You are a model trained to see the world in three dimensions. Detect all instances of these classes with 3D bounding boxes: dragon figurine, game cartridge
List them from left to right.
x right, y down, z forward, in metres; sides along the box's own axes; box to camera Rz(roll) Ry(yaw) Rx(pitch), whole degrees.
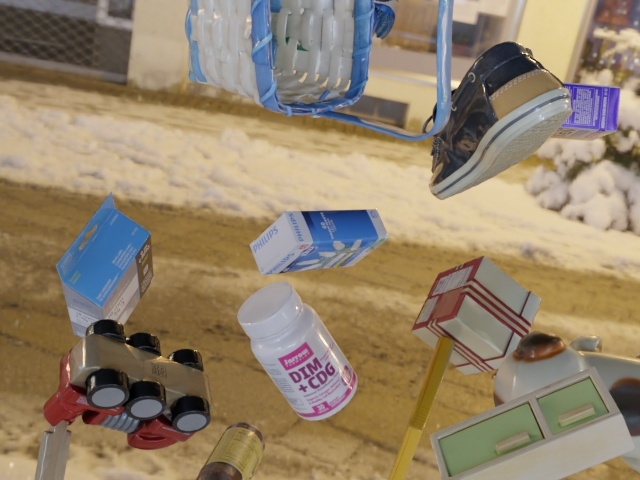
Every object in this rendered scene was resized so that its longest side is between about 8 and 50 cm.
[{"bbox_3d":[0.097,-0.459,1.657,0.144,0.289,0.085,32,45,20],"label":"dragon figurine"},{"bbox_3d":[0.264,0.456,2.103,0.053,0.285,0.323,22,43,12],"label":"game cartridge"}]

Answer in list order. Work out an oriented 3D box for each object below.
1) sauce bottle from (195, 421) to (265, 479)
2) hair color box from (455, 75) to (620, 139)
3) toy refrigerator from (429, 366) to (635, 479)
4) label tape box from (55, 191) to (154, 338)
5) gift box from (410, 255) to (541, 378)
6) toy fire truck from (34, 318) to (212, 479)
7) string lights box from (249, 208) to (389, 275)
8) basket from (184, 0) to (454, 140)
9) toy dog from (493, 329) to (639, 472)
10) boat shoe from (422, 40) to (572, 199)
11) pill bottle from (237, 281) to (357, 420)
[{"bbox_3d":[-0.209,0.515,1.697,0.111,0.111,0.344,14,18,8],"label":"sauce bottle"},{"bbox_3d":[0.479,-0.297,1.798,0.339,0.110,0.185,6,1,3],"label":"hair color box"},{"bbox_3d":[0.306,0.295,1.170,0.269,0.094,0.102,-25,32,10],"label":"toy refrigerator"},{"bbox_3d":[-0.514,0.081,1.935,0.106,0.333,0.240,23,56,6],"label":"label tape box"},{"bbox_3d":[0.441,0.220,2.236,0.258,0.255,0.276,37,-24,-12],"label":"gift box"},{"bbox_3d":[-0.306,0.267,1.157,0.217,0.246,0.158,28,31,-38],"label":"toy fire truck"},{"bbox_3d":[0.000,0.000,1.624,0.260,0.133,0.076,-4,63,-43],"label":"string lights box"},{"bbox_3d":[0.005,-0.247,0.797,0.289,0.254,0.201,18,25,35],"label":"basket"},{"bbox_3d":[0.537,0.328,1.547,0.408,0.284,0.395,12,4,-3],"label":"toy dog"},{"bbox_3d":[0.280,-0.193,1.371,0.187,0.156,0.500,-27,-8,-7],"label":"boat shoe"},{"bbox_3d":[-0.050,0.236,1.700,0.160,0.283,0.160,-25,27,14],"label":"pill bottle"}]
